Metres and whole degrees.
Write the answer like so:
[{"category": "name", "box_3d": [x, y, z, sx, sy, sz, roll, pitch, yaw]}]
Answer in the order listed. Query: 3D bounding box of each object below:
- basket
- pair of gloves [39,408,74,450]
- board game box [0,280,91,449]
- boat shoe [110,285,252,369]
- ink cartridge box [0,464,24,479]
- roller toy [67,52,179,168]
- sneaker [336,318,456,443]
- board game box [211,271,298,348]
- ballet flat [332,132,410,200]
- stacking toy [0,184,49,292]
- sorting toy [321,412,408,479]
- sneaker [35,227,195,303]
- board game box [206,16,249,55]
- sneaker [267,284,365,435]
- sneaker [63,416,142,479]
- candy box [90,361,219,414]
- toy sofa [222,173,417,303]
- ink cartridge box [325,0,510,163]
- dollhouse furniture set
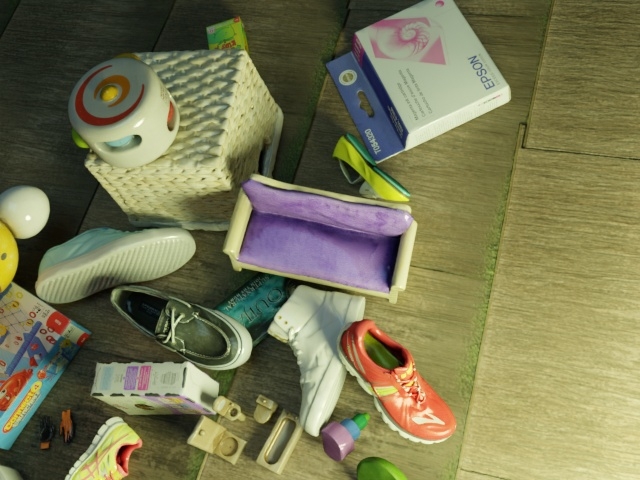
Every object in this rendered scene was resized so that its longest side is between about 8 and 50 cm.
[{"category": "basket", "box_3d": [-0.287, -0.219, 1.701, 0.331, 0.266, 0.328, 3, 66, 15]}, {"category": "pair of gloves", "box_3d": [-0.558, 0.401, 1.628, 0.083, 0.010, 0.074, -16, 63, 11]}, {"category": "board game box", "box_3d": [-0.721, 0.249, 1.703, 0.308, 0.086, 0.302, 26, 74, 25]}, {"category": "boat shoe", "box_3d": [-0.300, 0.180, 1.584, 0.335, 0.119, 0.121, 17, 88, 28]}, {"category": "ink cartridge box", "box_3d": [-0.668, 0.563, 1.547, 0.175, 0.072, 0.127, -44, 62, -7]}, {"category": "roller toy", "box_3d": [-0.384, -0.255, 1.508, 0.191, 0.146, 0.209, 33, 76, 25]}, {"category": "sneaker", "box_3d": [0.142, 0.256, 1.394, 0.279, 0.118, 0.107, 44, 59, 3]}, {"category": "board game box", "box_3d": [-0.131, 0.143, 1.618, 0.186, 0.026, 0.126, -39, 61, -4]}, {"category": "ballet flat", "box_3d": [0.103, -0.139, 1.667, 0.077, 0.077, 0.231, -49, 58, 14]}, {"category": "stacking toy", "box_3d": [-0.773, 0.043, 1.630, 0.351, 0.350, 0.480, 24, 59, 24]}, {"category": "sorting toy", "box_3d": [0.168, 0.427, 1.376, 0.365, 0.127, 0.126, 35, 50, 29]}, {"category": "sneaker", "box_3d": [-0.462, 0.015, 1.716, 0.366, 0.135, 0.150, -15, 52, 1]}, {"category": "board game box", "box_3d": [-0.227, -0.466, 1.923, 0.092, 0.043, 0.181, -16, 62, 8]}, {"category": "sneaker", "box_3d": [-0.031, 0.224, 1.498, 0.169, 0.108, 0.292, 14, 60, 11]}, {"category": "sneaker", "box_3d": [-0.432, 0.459, 1.525, 0.094, 0.081, 0.208, 23, 73, 22]}, {"category": "candy box", "box_3d": [-0.323, 0.294, 1.523, 0.196, 0.165, 0.070, -3, 64, 14]}, {"category": "toy sofa", "box_3d": [0.000, 0.000, 1.522, 0.363, 0.177, 0.150, 12, 69, 5]}, {"category": "ink cartridge box", "box_3d": [0.208, -0.377, 1.744, 0.330, 0.071, 0.324, -25, 62, 2]}, {"category": "dollhouse furniture set", "box_3d": [-0.136, 0.362, 1.460, 0.151, 0.123, 0.144, 22, 73, 24]}]
